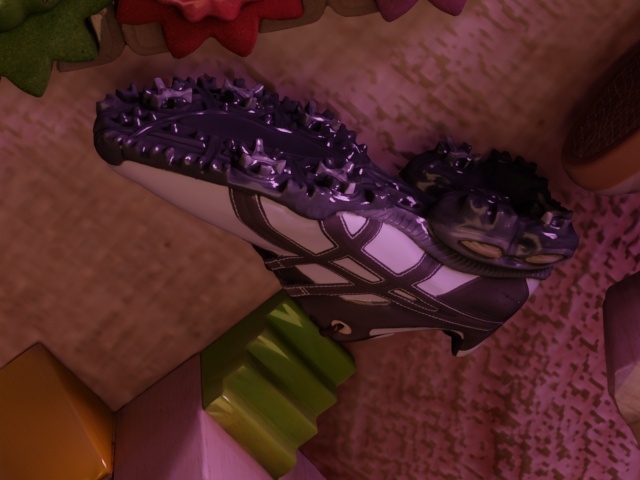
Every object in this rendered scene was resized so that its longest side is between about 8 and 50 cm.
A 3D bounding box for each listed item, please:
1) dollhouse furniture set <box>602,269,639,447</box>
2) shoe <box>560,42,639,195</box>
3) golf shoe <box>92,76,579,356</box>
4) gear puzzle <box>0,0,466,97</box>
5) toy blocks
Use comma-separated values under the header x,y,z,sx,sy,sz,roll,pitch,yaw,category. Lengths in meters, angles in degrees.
x,y,z,sx,sy,sz,roll,pitch,yaw,category
0.328,0.049,0.537,0.394,0.362,0.257,-29,92,12,dollhouse furniture set
0.190,-0.080,0.606,0.219,0.076,0.058,-38,108,10,shoe
0.000,0.000,0.623,0.198,0.077,0.094,16,121,-19,golf shoe
-0.094,-0.134,0.568,0.338,0.044,0.176,-11,117,0,gear puzzle
-0.123,0.220,0.622,0.381,0.261,0.191,-37,114,13,toy blocks
